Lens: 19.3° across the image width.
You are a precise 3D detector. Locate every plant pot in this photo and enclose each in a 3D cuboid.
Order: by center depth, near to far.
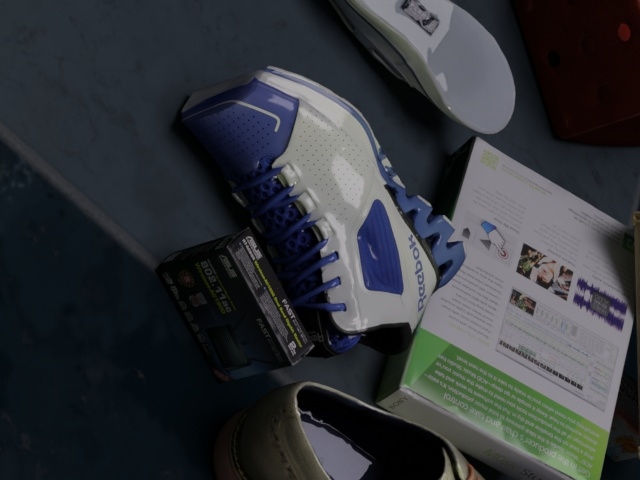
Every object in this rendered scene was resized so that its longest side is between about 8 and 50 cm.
[{"bbox_3d":[0.377,-0.241,2.119,0.235,0.267,0.267,-17,90,-37],"label":"plant pot"}]

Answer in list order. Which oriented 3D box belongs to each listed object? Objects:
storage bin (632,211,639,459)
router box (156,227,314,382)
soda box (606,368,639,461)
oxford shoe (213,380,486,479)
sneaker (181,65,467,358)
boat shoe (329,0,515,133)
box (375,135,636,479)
[{"bbox_3d":[0.456,0.093,1.921,0.123,0.260,0.262,-10,100,-61],"label":"storage bin"},{"bbox_3d":[-0.074,0.058,1.621,0.038,0.092,0.122,-43,109,-47],"label":"router box"},{"bbox_3d":[0.293,0.162,2.015,0.183,0.063,0.058,43,47,-30],"label":"soda box"},{"bbox_3d":[0.101,0.252,1.613,0.397,0.146,0.140,29,56,-12],"label":"oxford shoe"},{"bbox_3d":[0.001,0.001,1.695,0.315,0.127,0.182,43,51,-28],"label":"sneaker"},{"bbox_3d":[0.097,-0.208,1.907,0.095,0.084,0.258,-50,115,-18],"label":"boat shoe"},{"bbox_3d":[0.200,0.078,1.896,0.232,0.058,0.322,30,52,-14],"label":"box"}]
